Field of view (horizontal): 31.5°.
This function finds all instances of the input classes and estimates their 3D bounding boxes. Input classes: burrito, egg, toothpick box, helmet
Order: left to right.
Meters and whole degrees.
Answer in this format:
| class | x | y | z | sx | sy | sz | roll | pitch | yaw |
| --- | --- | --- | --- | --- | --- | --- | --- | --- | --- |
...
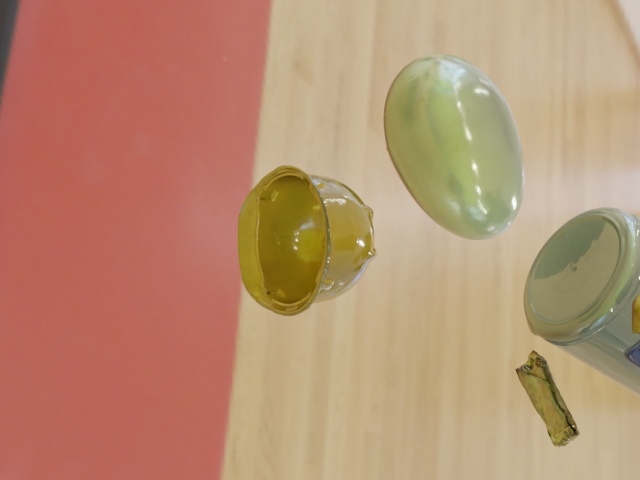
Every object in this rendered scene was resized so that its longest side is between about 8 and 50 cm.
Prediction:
| class | x | y | z | sx | sy | sz | roll | pitch | yaw |
| --- | --- | --- | --- | --- | --- | --- | --- | --- | --- |
| helmet | 0.000 | 0.000 | 1.579 | 0.140 | 0.257 | 0.205 | -2 | 85 | -28 |
| egg | 0.238 | -0.165 | 2.005 | 0.230 | 0.230 | 0.371 | 37 | 31 | -58 |
| burrito | 0.357 | 0.250 | 1.793 | 0.042 | 0.051 | 0.171 | 18 | 36 | -41 |
| toothpick box | 0.528 | 0.135 | 1.821 | 0.354 | 0.263 | 0.263 | 31 | 53 | -25 |

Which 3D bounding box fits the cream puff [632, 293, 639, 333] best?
| class | x | y | z | sx | sy | sz | roll | pitch | yaw |
| --- | --- | --- | --- | --- | --- | --- | --- | --- | --- |
| cream puff | 0.557 | 0.102 | 1.357 | 0.323 | 0.270 | 0.274 | 20 | 108 | -53 |
